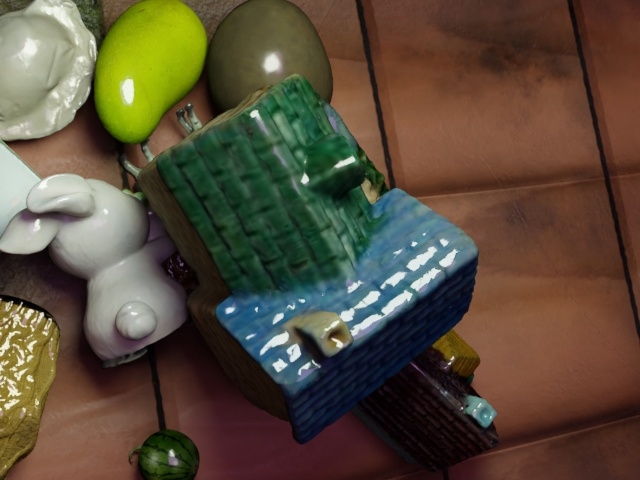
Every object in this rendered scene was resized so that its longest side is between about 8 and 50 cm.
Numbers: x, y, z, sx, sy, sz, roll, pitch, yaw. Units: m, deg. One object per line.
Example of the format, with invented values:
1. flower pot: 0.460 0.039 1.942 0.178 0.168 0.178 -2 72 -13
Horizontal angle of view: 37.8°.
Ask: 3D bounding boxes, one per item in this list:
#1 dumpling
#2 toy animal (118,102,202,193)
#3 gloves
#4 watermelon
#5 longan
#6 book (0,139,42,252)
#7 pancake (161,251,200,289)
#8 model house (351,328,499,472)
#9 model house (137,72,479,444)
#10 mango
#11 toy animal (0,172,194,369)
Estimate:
1. dumpling: -0.463 -0.262 1.482 0.258 0.147 0.193 -41 106 -6
2. toy animal: -0.212 -0.133 1.583 0.217 0.073 0.176 -35 102 -3
3. gloves: -0.509 0.252 1.366 0.203 0.155 0.356 23 76 -12
4. watermelon: -0.244 0.347 1.486 0.109 0.109 0.109 4 79 -21
5. longan: -0.084 -0.290 1.588 0.215 0.246 0.246 11 75 8
6. book: -0.622 -0.108 1.401 0.379 0.031 0.264 46 73 -10
7. pancake: -0.179 0.048 1.578 0.244 0.057 0.266 -4 90 -15
8. model house: 0.173 0.224 1.588 0.280 0.249 0.230 42 68 -10
9. model house: 0.000 0.000 1.312 0.395 0.400 0.445 -32 101 -14
10. mango: -0.283 -0.283 1.528 0.175 0.143 0.293 57 39 -38
11. toy animal: -0.334 0.031 1.440 0.183 0.247 0.310 -20 104 17
